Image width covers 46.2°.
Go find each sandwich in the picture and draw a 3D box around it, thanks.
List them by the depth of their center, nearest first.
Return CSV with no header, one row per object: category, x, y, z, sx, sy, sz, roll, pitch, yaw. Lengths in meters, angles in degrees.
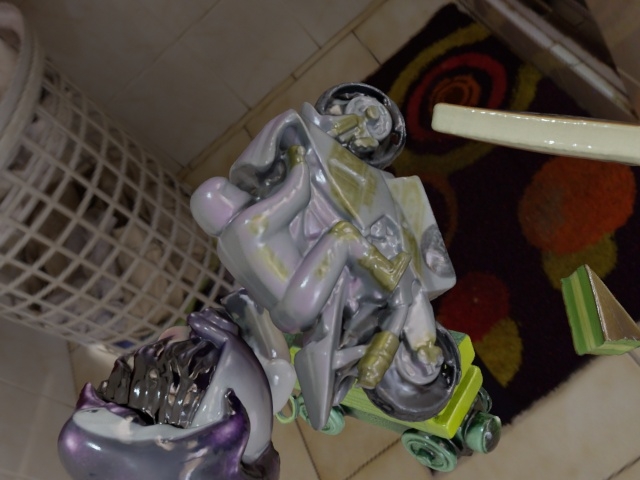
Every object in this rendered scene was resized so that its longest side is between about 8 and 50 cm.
sandwich,0.399,0.099,1.063,0.074,0.074,0.116,129,139,-60

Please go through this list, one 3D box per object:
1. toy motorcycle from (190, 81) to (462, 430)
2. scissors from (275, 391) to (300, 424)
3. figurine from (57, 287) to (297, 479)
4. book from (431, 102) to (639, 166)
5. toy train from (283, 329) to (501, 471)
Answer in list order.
toy motorcycle,0.000,0.000,0.450,0.073,0.152,0.225,133,131,-60
scissors,-0.104,0.251,1.382,0.133,0.020,0.187,-6,56,7
figurine,-0.085,0.129,0.528,0.145,0.222,0.145,4,104,16
book,0.297,-0.064,0.537,0.374,0.262,0.028,12,103,27
toy train,0.092,0.232,1.296,0.442,0.272,0.179,10,48,38
